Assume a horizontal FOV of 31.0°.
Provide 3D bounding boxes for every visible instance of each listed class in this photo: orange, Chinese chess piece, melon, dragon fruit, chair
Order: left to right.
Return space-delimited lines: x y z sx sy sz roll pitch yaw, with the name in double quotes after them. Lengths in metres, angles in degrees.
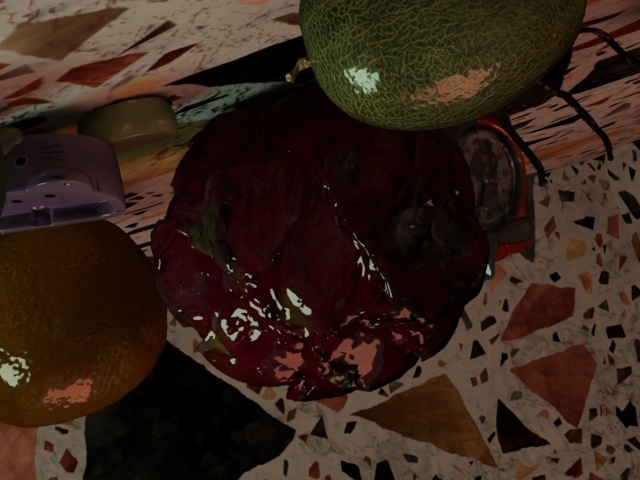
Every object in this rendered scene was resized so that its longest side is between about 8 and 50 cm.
-0.299 0.088 1.313 0.264 0.264 0.264 -19 176 -1 "orange"
-0.162 -0.094 0.969 0.084 0.034 0.084 -17 175 -2 "Chinese chess piece"
0.002 0.003 1.117 0.329 0.329 0.329 -19 176 -1 "dragon fruit"
0.066 -0.136 0.712 0.192 0.139 0.139 -18 176 11 "melon"
0.239 -0.181 1.305 0.213 0.149 0.174 32 151 -26 "chair"

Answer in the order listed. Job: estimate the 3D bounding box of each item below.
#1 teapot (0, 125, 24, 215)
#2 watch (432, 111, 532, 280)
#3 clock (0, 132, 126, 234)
-0.268 -0.042 0.798 0.091 0.092 0.124 -3 175 18 "teapot"
0.093 -0.054 1.508 0.305 0.241 0.275 -16 -171 -34 "watch"
-0.238 -0.047 0.916 0.153 0.050 0.110 -8 165 6 "clock"
